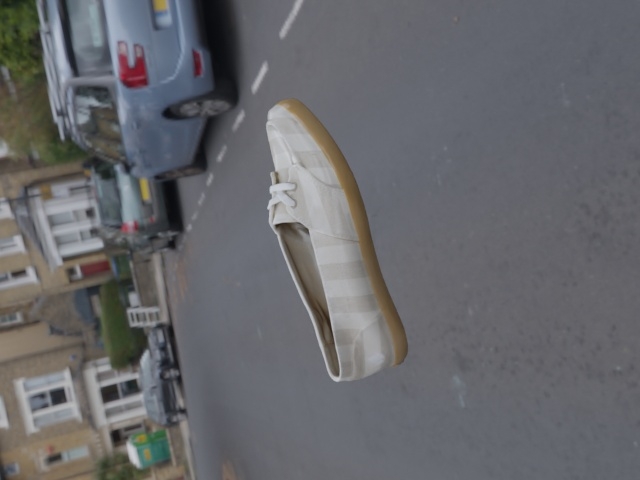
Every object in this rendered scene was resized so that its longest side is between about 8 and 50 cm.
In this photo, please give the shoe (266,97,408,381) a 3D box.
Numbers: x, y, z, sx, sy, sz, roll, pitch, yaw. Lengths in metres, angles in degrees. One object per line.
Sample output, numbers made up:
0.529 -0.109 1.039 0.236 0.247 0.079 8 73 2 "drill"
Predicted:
0.000 0.000 0.562 0.219 0.058 0.076 69 159 1 "shoe"
